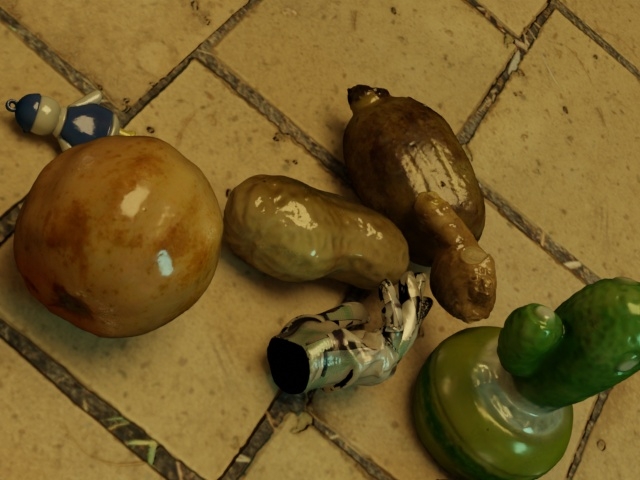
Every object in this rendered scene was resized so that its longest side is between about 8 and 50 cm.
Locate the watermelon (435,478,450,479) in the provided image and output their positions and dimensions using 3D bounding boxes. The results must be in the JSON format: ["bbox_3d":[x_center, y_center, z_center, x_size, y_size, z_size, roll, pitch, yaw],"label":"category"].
[{"bbox_3d":[0.186,0.320,1.375,0.145,0.137,0.193,15,38,22],"label":"watermelon"}]

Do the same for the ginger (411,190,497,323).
[{"bbox_3d":[0.148,0.024,1.489,0.067,0.096,0.165,-13,60,-23],"label":"ginger"}]

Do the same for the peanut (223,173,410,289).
[{"bbox_3d":[0.000,0.000,1.471,0.236,0.120,0.110,19,92,-27],"label":"peanut"}]

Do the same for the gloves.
[{"bbox_3d":[0.047,0.106,1.422,0.212,0.127,0.111,-9,72,-36],"label":"gloves"}]

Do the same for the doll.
[{"bbox_3d":[-0.268,-0.122,1.411,0.143,0.057,0.099,18,69,-22],"label":"doll"}]

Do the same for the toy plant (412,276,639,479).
[{"bbox_3d":[0.244,0.130,1.397,0.224,0.316,0.184,8,54,-34],"label":"toy plant"}]

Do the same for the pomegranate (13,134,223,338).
[{"bbox_3d":[-0.195,-0.007,1.266,0.207,0.207,0.207,19,48,-23],"label":"pomegranate"}]

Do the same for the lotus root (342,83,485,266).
[{"bbox_3d":[0.106,-0.087,1.601,0.145,0.128,0.260,-17,67,-32],"label":"lotus root"}]
